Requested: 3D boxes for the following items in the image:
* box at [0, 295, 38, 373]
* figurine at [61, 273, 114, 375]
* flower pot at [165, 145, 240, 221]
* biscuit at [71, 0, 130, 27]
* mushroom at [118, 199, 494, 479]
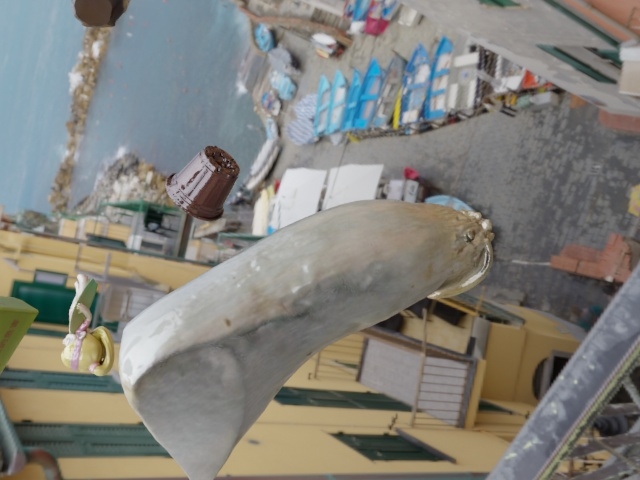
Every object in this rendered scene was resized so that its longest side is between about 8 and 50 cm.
[{"bbox_3d":[-0.454,0.139,0.676,0.187,0.047,0.335,-59,-8,-6],"label":"box"},{"bbox_3d":[-0.393,0.142,1.053,0.083,0.083,0.187,-49,44,36],"label":"figurine"},{"bbox_3d":[-0.183,-0.099,1.022,0.089,0.111,0.111,-47,43,25],"label":"flower pot"},{"bbox_3d":[-0.190,-0.288,0.586,0.061,0.055,0.219,130,145,-51],"label":"biscuit"},{"bbox_3d":[0.004,0.056,0.614,0.126,0.397,0.177,38,155,55],"label":"mushroom"}]
